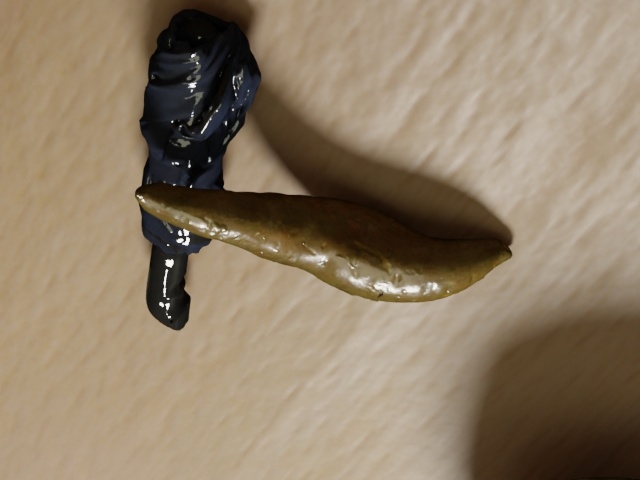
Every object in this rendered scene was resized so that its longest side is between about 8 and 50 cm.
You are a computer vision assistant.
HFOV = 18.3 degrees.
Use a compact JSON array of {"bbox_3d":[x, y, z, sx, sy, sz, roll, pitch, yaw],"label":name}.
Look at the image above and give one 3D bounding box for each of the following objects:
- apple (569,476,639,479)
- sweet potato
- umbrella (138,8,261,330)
[{"bbox_3d":[0.199,0.289,1.337,0.262,0.262,0.262,8,129,11],"label":"apple"},{"bbox_3d":[-0.002,0.000,1.269,0.250,0.069,0.059,14,87,-15],"label":"sweet potato"},{"bbox_3d":[-0.090,-0.035,1.280,0.071,0.071,0.248,18,129,3],"label":"umbrella"}]
